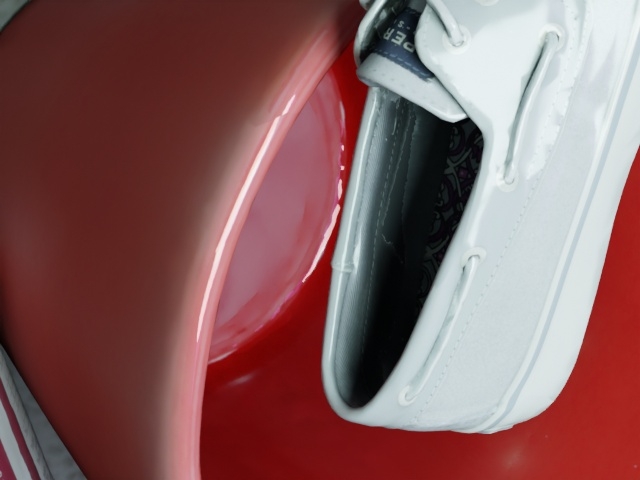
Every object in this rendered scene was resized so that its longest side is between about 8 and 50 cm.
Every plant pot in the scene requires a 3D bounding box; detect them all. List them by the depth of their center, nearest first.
[{"bbox_3d":[0.000,0.000,0.516,0.275,0.243,0.275,-13,112,-35],"label":"plant pot"}]

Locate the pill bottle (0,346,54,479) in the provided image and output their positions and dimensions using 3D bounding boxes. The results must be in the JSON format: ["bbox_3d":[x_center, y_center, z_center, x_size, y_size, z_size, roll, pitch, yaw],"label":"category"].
[{"bbox_3d":[-0.155,0.103,0.508,0.121,0.121,0.221,-29,120,-27],"label":"pill bottle"}]

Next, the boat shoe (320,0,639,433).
[{"bbox_3d":[0.036,-0.040,0.339,0.063,0.066,0.184,-2,115,-38],"label":"boat shoe"}]
